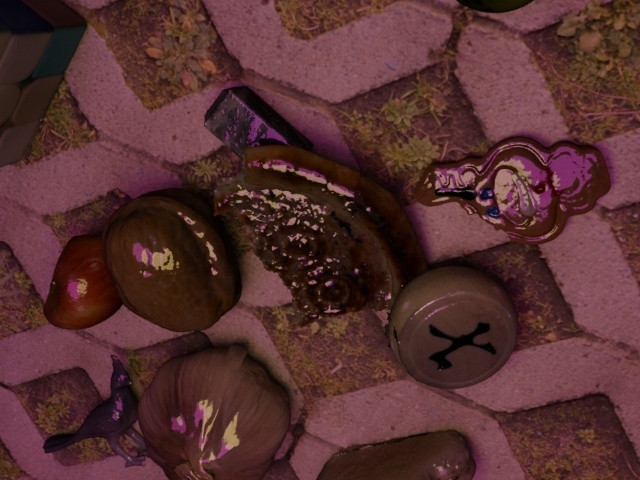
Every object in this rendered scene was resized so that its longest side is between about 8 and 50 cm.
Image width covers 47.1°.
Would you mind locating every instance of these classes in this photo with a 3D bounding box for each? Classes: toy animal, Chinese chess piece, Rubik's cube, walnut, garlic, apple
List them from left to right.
[{"bbox_3d":[-0.696,-0.332,1.295,0.344,0.346,0.347,36,112,1],"label":"Rubik's cube"},{"bbox_3d":[-0.463,0.085,1.456,0.160,0.173,0.195,26,116,9],"label":"apple"},{"bbox_3d":[-0.454,0.411,1.611,0.206,0.081,0.367,40,121,-4],"label":"toy animal"},{"bbox_3d":[-0.278,0.041,1.361,0.283,0.227,0.283,9,122,14],"label":"walnut"},{"bbox_3d":[-0.220,0.366,1.463,0.322,0.241,0.322,-1,87,25],"label":"garlic"},{"bbox_3d":[0.230,0.157,1.293,0.238,0.092,0.238,-2,120,-4],"label":"Chinese chess piece"}]

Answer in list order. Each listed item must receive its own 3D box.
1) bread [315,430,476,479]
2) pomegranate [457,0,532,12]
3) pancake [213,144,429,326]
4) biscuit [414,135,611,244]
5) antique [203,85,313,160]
[{"bbox_3d":[0.133,0.480,1.415,0.337,0.183,0.102,-21,108,21],"label":"bread"},{"bbox_3d":[0.281,-0.445,1.083,0.263,0.211,0.211,-14,108,-26],"label":"pomegranate"},{"bbox_3d":[0.005,-0.002,1.298,0.305,0.067,0.427,-26,116,20],"label":"pancake"},{"bbox_3d":[0.322,-0.087,1.253,0.320,0.047,0.183,9,106,14],"label":"biscuit"},{"bbox_3d":[-0.114,-0.193,1.315,0.183,0.088,0.086,41,112,0],"label":"antique"}]
